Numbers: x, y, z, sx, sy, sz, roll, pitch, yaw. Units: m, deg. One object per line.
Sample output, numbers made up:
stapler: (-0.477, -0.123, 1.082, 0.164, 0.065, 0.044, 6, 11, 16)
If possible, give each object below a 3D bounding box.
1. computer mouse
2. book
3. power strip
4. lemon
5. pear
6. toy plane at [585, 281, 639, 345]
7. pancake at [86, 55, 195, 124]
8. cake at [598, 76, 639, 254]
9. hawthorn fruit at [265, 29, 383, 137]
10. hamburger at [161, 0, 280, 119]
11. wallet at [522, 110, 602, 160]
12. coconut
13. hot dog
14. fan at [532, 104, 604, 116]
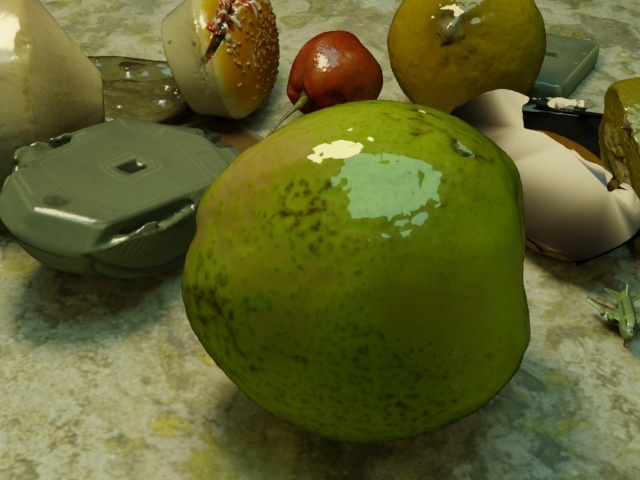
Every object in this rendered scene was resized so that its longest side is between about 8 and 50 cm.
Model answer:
computer mouse: (-0.258, -0.049, 1.275, 0.228, 0.146, 0.429, 27, 31, 19)
book: (-0.154, -0.134, 1.506, 0.170, 0.018, 0.241, -24, 42, -32)
power strip: (0.444, -0.333, 1.804, 0.118, 0.046, 0.270, 19, 39, 25)
lemon: (0.248, -0.330, 1.588, 0.293, 0.293, 0.293, 2, 35, -1)
pear: (0.038, 0.031, 1.005, 0.390, 0.391, 0.391, 2, 35, -1)
toy plane: (0.391, 0.095, 1.200, 0.102, 0.040, 0.111, 7, 36, 9)
pancake: (-0.346, -0.260, 1.647, 0.294, 0.050, 0.294, 5, 35, -3)
cake: (0.484, -0.119, 1.323, 0.156, 0.179, 0.261, -9, 66, -1)
hawthorn fruit: (-0.019, -0.239, 1.543, 0.165, 0.165, 0.285, 27, 45, 31)
hamburger: (-0.154, -0.326, 1.595, 0.151, 0.227, 0.295, -13, 21, 13)
wallet: (0.501, -0.125, 1.503, 0.405, 0.062, 0.228, 7, 36, 8)
coconut: (-0.477, -0.205, 1.340, 0.352, 0.353, 0.353, 2, 35, -1)
hot dog: (0.331, -0.088, 1.354, 0.194, 0.107, 0.326, -33, 58, 13)
fan: (0.436, -0.217, 1.586, 0.152, 0.008, 0.226, 10, 8, 11)
